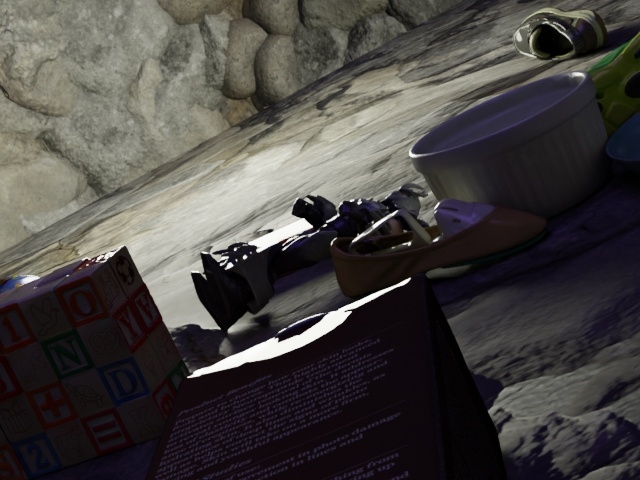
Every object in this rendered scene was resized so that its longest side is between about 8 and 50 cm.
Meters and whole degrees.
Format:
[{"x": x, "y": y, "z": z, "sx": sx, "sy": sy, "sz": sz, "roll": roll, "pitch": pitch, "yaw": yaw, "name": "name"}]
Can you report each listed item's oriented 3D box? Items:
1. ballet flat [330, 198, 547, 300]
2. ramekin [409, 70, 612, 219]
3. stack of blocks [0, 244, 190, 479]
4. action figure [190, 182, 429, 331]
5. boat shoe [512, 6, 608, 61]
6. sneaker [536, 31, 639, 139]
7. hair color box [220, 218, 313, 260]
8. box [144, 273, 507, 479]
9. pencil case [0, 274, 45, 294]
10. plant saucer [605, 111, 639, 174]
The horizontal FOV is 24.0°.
[{"x": 0.110, "y": -0.002, "z": 1.503, "sx": 0.232, "sy": 0.073, "sz": 0.080, "roll": -20, "pitch": 13, "yaw": 25, "name": "ballet flat"}, {"x": 0.208, "y": -0.087, "z": 1.586, "sx": 0.207, "sy": 0.109, "sz": 0.207, "roll": -25, "pitch": 11, "yaw": 5, "name": "ramekin"}, {"x": -0.291, "y": 0.139, "z": 1.483, "sx": 0.297, "sy": 0.171, "sz": 0.087, "roll": -21, "pitch": 12, "yaw": 22, "name": "stack of blocks"}, {"x": 0.000, "y": 0.000, "z": 1.679, "sx": 0.285, "sy": 0.099, "sz": 0.185, "roll": -26, "pitch": 6, "yaw": -19, "name": "action figure"}, {"x": 0.360, "y": -0.320, "z": 2.370, "sx": 0.073, "sy": 0.080, "sz": 0.223, "roll": -25, "pitch": 15, "yaw": -22, "name": "boat shoe"}, {"x": 0.328, "y": -0.157, "z": 1.728, "sx": 0.296, "sy": 0.109, "sz": 0.123, "roll": -29, "pitch": -14, "yaw": -1, "name": "sneaker"}, {"x": -0.052, "y": 0.016, "z": 1.839, "sx": 0.141, "sy": 0.043, "sz": 0.072, "roll": -24, "pitch": 12, "yaw": 8, "name": "hair color box"}, {"x": 0.005, "y": 0.159, "z": 0.862, "sx": 0.191, "sy": 0.143, "sz": 0.381, "roll": -24, "pitch": 13, "yaw": 8, "name": "box"}, {"x": -0.356, "y": 0.115, "z": 1.842, "sx": 0.133, "sy": 0.119, "sz": 0.306, "roll": -56, "pitch": 16, "yaw": -3, "name": "pencil case"}, {"x": 0.436, "y": -0.132, "z": 1.474, "sx": 0.318, "sy": 0.043, "sz": 0.317, "roll": -24, "pitch": 12, "yaw": 6, "name": "plant saucer"}]
